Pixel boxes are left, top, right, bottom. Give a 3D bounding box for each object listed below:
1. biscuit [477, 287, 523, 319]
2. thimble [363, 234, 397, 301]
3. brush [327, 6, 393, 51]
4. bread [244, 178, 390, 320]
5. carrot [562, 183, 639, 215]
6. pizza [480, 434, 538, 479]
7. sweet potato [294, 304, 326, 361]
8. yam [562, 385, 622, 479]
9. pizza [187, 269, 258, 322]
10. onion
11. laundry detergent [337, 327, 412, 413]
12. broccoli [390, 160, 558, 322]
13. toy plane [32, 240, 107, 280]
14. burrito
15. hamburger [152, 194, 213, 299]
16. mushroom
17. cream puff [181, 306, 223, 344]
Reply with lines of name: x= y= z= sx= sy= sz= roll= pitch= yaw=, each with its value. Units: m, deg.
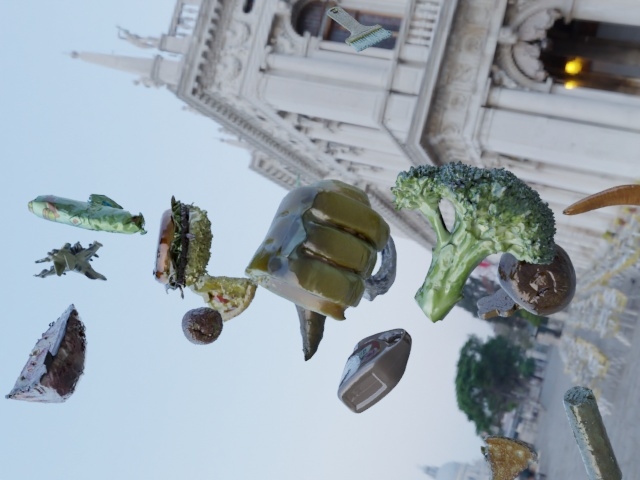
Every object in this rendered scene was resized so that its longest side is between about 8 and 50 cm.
biscuit: x=0.621 y=0.194 z=2.108 sx=0.039 sy=0.236 sz=0.180 roll=63 pitch=-159 yaw=-13
thimble: x=0.135 y=0.060 z=2.076 sx=0.157 sy=0.217 sz=0.246 roll=72 pitch=174 yaw=-68
brush: x=0.066 y=-0.444 z=1.350 sx=0.082 sy=0.218 sz=0.010 roll=-27 pitch=-47 yaw=-9
bread: x=0.000 y=0.000 z=1.607 sx=0.341 sy=0.300 sz=0.210 roll=-59 pitch=-26 yaw=-7
carrot: x=0.782 y=-0.112 z=1.739 sx=0.062 sy=0.271 sz=0.066 roll=-72 pitch=-24 yaw=-67
pizza: x=0.584 y=0.723 z=2.070 sx=0.195 sy=0.185 sz=0.052 roll=-63 pitch=-34 yaw=-21
sweet potato: x=-0.041 y=0.145 z=1.962 sx=0.130 sy=0.130 sz=0.423 roll=12 pitch=-109 yaw=-70
yam: x=0.732 y=0.528 z=1.764 sx=0.093 sy=0.093 sz=0.259 roll=-24 pitch=-86 yaw=-65
pizza: x=-0.415 y=0.214 z=2.570 sx=0.075 sy=0.287 sz=0.280 roll=-86 pitch=21 yaw=-45
onion: x=-0.702 y=0.315 z=1.776 sx=0.146 sy=0.314 sz=0.280 roll=35 pitch=-126 yaw=-21
laundry detergent: x=0.121 y=0.238 z=1.337 sx=0.171 sy=0.076 sz=0.237 roll=-43 pitch=4 yaw=19
broccoli: x=0.374 y=0.014 z=1.519 sx=0.274 sy=0.353 sz=0.397 roll=-14 pitch=-74 yaw=-43
toy plane: x=-0.647 y=0.063 z=1.747 sx=0.088 sy=0.192 sz=0.262 roll=63 pitch=-177 yaw=13
burrito: x=-0.527 y=-0.070 z=1.508 sx=0.104 sy=0.287 sz=0.054 roll=-66 pitch=-16 yaw=-45
hamburger: x=-0.349 y=0.022 z=1.666 sx=0.243 sy=0.138 sz=0.262 roll=134 pitch=141 yaw=-66
mushroom: x=0.610 y=0.102 z=1.817 sx=0.194 sy=0.231 sz=0.138 roll=-58 pitch=-1 yaw=20
cream puff: x=-0.404 y=0.298 z=2.241 sx=0.084 sy=0.149 sz=0.149 roll=-111 pitch=23 yaw=-64
